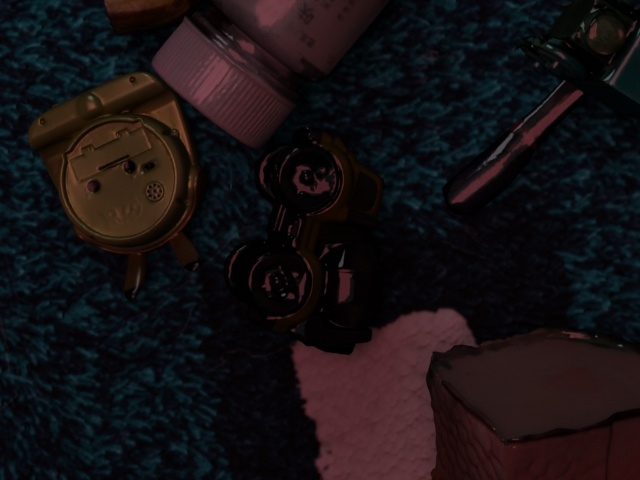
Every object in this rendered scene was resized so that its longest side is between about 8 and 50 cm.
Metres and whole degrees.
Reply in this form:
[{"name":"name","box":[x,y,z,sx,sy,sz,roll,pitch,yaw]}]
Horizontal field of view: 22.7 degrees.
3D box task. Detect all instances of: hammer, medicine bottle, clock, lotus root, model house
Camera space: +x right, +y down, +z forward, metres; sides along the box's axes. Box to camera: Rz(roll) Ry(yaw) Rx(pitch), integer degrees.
[{"name":"hammer","box":[0.236,-0.137,1.680,0.290,0.037,0.137,-43,81,7]},{"name":"medicine bottle","box":[-0.037,-0.244,1.674,0.165,0.165,0.273,41,96,10]},{"name":"clock","box":[-0.209,-0.058,1.754,0.170,0.069,0.232,-24,84,10]},{"name":"lotus root","box":[-0.191,-0.284,1.753,0.135,0.095,0.159,-8,47,6]},{"name":"model house","box":[0.237,0.238,1.608,0.237,0.202,0.237,-10,113,-23]}]

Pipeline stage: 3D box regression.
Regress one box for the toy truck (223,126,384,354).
[{"name":"toy truck","box":[0.000,0.000,1.686,0.165,0.147,0.224,16,89,-12]}]

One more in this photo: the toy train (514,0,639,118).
[{"name":"toy train","box":[0.284,-0.187,1.563,0.154,0.198,0.107,32,93,-6]}]
